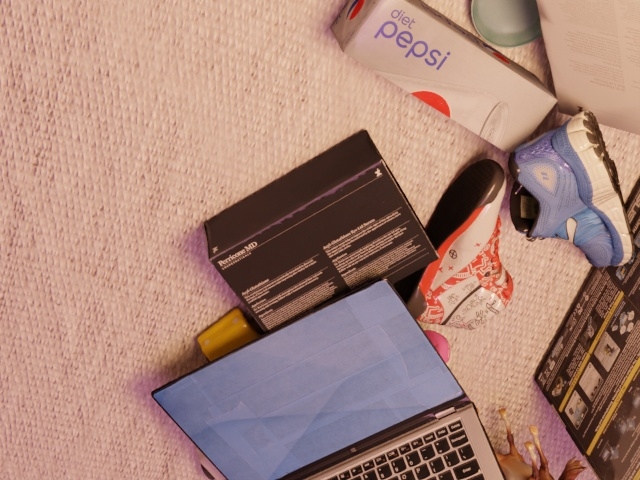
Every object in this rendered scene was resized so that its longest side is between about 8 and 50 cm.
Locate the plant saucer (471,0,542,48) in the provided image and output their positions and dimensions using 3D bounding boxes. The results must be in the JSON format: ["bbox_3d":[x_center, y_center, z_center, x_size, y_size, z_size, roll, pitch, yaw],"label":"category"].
[{"bbox_3d":[0.248,-0.306,1.356,0.119,0.021,0.119,-5,120,-9],"label":"plant saucer"}]

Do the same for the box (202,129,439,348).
[{"bbox_3d":[0.000,0.000,1.437,0.261,0.103,0.184,-29,125,6],"label":"box"}]

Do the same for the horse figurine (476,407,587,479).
[{"bbox_3d":[0.321,0.358,1.647,0.066,0.263,0.174,-24,106,-17],"label":"horse figurine"}]

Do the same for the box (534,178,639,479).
[{"bbox_3d":[0.476,0.144,1.500,0.097,0.318,0.395,12,116,-20],"label":"box"}]

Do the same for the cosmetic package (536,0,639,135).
[{"bbox_3d":[0.443,-0.218,1.216,0.097,0.377,0.284,-55,146,-20],"label":"cosmetic package"}]

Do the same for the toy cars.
[{"bbox_3d":[-0.096,0.283,1.592,0.176,0.087,0.393,-2,121,-11],"label":"toy cars"}]

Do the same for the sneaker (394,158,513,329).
[{"bbox_3d":[0.225,0.013,1.503,0.145,0.090,0.270,18,118,-22],"label":"sneaker"}]

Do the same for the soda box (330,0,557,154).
[{"bbox_3d":[0.158,-0.223,1.345,0.286,0.091,0.098,28,111,-25],"label":"soda box"}]

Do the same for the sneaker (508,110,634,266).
[{"bbox_3d":[0.337,-0.056,1.449,0.147,0.129,0.330,-16,146,20],"label":"sneaker"}]

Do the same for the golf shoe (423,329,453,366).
[{"bbox_3d":[0.115,0.257,1.621,0.140,0.115,0.306,22,122,-32],"label":"golf shoe"}]

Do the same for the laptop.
[{"bbox_3d":[0.033,0.334,1.454,0.382,0.408,0.236,-27,155,14],"label":"laptop"}]
